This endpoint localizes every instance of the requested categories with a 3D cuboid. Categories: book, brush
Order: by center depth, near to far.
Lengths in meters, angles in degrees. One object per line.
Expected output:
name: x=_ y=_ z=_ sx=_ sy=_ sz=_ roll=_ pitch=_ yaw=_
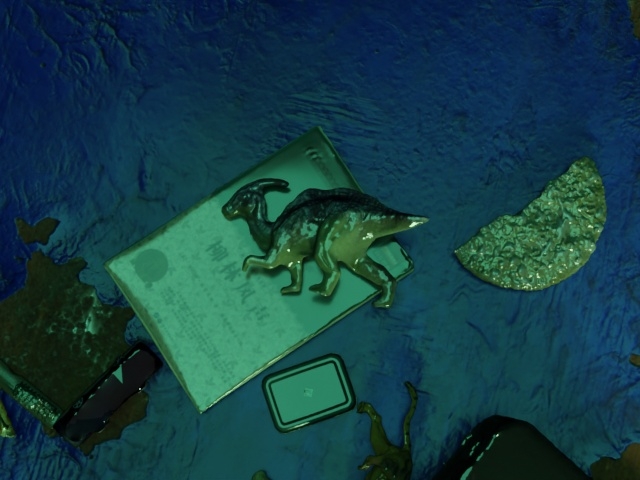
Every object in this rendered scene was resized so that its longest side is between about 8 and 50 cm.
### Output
brush: x=-0.451 y=0.201 z=1.532 sx=0.190 sy=0.027 sz=0.034 roll=38 pitch=81 yaw=7
book: x=-0.088 y=0.038 z=1.551 sx=0.379 sy=0.031 sz=0.264 roll=-34 pitch=83 yaw=-5

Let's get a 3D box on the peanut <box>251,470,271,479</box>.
peanut: x=-0.075 y=0.365 z=1.498 sx=0.037 sy=0.037 sz=0.083 roll=-14 pitch=75 yaw=-1

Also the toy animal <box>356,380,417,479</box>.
toy animal: x=0.091 y=0.312 z=1.474 sx=0.116 sy=0.114 sz=0.255 roll=33 pitch=70 yaw=-16

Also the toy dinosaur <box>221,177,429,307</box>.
toy dinosaur: x=-0.002 y=-0.002 z=1.501 sx=0.294 sy=0.077 sz=0.162 roll=9 pitch=81 yaw=2

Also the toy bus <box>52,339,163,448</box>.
toy bus: x=-0.298 y=0.214 z=1.504 sx=0.172 sy=0.072 sz=0.057 roll=-45 pitch=99 yaw=-4

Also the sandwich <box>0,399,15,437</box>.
sandwich: x=-0.531 y=0.195 z=1.479 sx=0.128 sy=0.122 sz=0.235 roll=-34 pitch=80 yaw=5

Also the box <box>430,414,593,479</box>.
box: x=0.256 y=0.456 z=1.420 sx=0.350 sy=0.091 sz=0.359 roll=42 pitch=83 yaw=-10

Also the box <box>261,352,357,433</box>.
box: x=-0.017 y=0.217 z=1.521 sx=0.126 sy=0.031 sz=0.091 roll=-18 pitch=81 yaw=-1

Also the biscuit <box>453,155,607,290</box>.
biscuit: x=0.329 y=-0.006 z=1.552 sx=0.250 sy=0.032 sz=0.133 roll=-35 pitch=83 yaw=-6
